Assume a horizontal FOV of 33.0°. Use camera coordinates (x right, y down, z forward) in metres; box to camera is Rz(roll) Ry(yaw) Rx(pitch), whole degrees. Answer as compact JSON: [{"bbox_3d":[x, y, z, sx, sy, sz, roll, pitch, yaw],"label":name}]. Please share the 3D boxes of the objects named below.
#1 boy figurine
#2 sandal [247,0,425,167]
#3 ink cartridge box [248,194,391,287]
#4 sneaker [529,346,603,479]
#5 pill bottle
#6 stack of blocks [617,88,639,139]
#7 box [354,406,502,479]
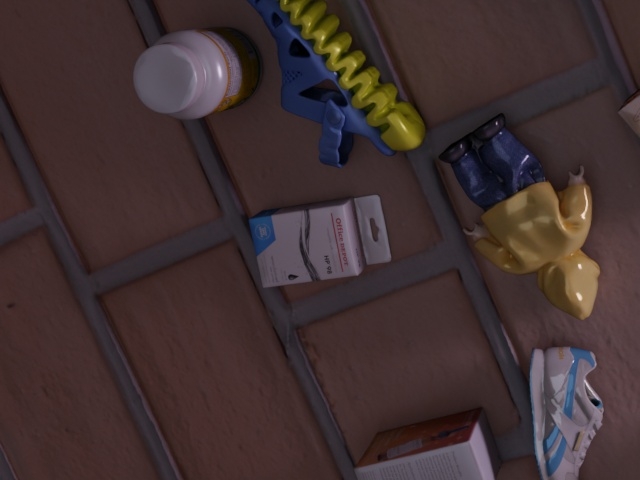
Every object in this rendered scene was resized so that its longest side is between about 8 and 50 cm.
[{"bbox_3d":[0.281,-0.029,1.411,0.177,0.092,0.285,-36,91,21],"label":"boy figurine"},{"bbox_3d":[-0.007,-0.218,1.441,0.138,0.126,0.317,-38,88,25],"label":"sandal"},{"bbox_3d":[0.000,0.000,1.518,0.180,0.060,0.104,-9,100,19],"label":"ink cartridge box"},{"bbox_3d":[0.337,0.256,1.463,0.092,0.087,0.228,-4,103,16],"label":"sneaker"},{"bbox_3d":[-0.164,-0.222,1.436,0.118,0.208,0.117,4,104,16],"label":"pill bottle"},{"bbox_3d":[0.527,-0.189,1.278,0.297,0.087,0.171,-40,89,29],"label":"stack of blocks"},{"bbox_3d":[0.153,0.314,1.509,0.171,0.130,0.091,-18,96,19],"label":"box"}]
